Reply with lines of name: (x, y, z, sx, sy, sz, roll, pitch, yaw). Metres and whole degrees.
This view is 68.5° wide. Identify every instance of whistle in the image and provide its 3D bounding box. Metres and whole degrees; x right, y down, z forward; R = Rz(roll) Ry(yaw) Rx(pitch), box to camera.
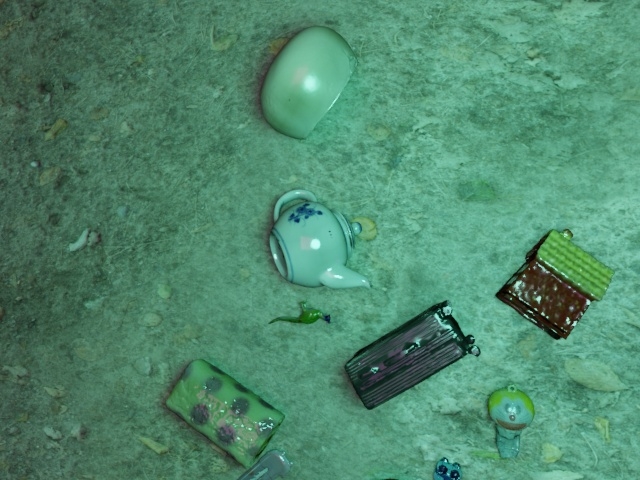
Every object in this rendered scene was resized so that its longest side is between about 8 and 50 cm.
whistle: (0.514, 0.496, 1.276, 0.122, 0.123, 0.224, 3, 102, 15)

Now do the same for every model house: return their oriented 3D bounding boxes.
model house: (0.624, 0.107, 1.237, 0.196, 0.160, 0.254, 37, 96, 15)

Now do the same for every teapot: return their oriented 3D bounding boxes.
teapot: (0.000, 0.000, 1.386, 0.279, 0.253, 0.424, -20, 54, -19)

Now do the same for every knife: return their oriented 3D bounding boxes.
knife: (-0.254, 0.799, 1.505, 0.398, 0.038, 0.132, -42, 80, 9)

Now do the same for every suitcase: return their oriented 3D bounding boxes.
suitcase: (0.248, 0.311, 1.292, 0.334, 0.229, 0.152, -34, 79, 11)

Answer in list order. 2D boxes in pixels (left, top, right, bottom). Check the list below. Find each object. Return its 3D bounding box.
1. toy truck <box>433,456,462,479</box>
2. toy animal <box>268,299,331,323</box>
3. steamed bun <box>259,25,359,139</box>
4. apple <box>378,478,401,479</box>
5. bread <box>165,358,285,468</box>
toy truck: (0.359, 0.675, 1.338, 0.073, 0.056, 0.090, 17, 105, 20)
toy animal: (-0.069, 0.226, 1.484, 0.216, 0.041, 0.075, -4, 87, 20)
steamed bun: (-0.050, -0.462, 1.367, 0.206, 0.324, 0.324, 34, 97, -13)
apple: (0.192, 0.766, 1.306, 0.173, 0.188, 0.189, -10, 85, 23)
bread: (-0.301, 0.534, 1.471, 0.338, 0.155, 0.187, 31, 91, 15)
